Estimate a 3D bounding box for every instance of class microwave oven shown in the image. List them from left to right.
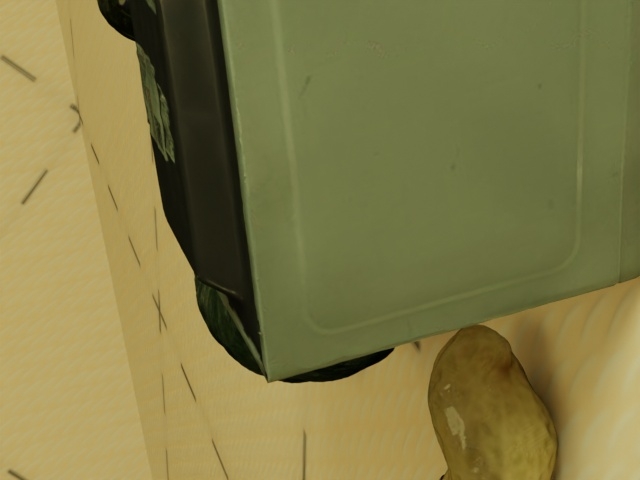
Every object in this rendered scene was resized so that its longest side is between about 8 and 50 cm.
[{"bbox_3d":[0.028,-0.121,0.577,0.181,0.237,0.295,-127,28,-57],"label":"microwave oven"}]

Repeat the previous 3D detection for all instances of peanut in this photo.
[{"bbox_3d":[0.107,0.143,0.736,0.082,0.082,0.187,-149,51,-67],"label":"peanut"}]

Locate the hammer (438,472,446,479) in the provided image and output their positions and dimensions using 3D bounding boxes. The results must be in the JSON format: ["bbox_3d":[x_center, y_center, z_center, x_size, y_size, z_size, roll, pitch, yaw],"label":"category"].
[{"bbox_3d":[0.122,0.249,0.840,0.065,0.021,0.178,120,136,-62],"label":"hammer"}]

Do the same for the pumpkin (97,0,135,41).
[{"bbox_3d":[-0.200,-0.305,1.346,0.167,0.125,0.167,44,151,32],"label":"pumpkin"}]

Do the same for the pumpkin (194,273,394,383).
[{"bbox_3d":[-0.003,-0.001,0.867,0.211,0.152,0.212,-6,80,40],"label":"pumpkin"}]
